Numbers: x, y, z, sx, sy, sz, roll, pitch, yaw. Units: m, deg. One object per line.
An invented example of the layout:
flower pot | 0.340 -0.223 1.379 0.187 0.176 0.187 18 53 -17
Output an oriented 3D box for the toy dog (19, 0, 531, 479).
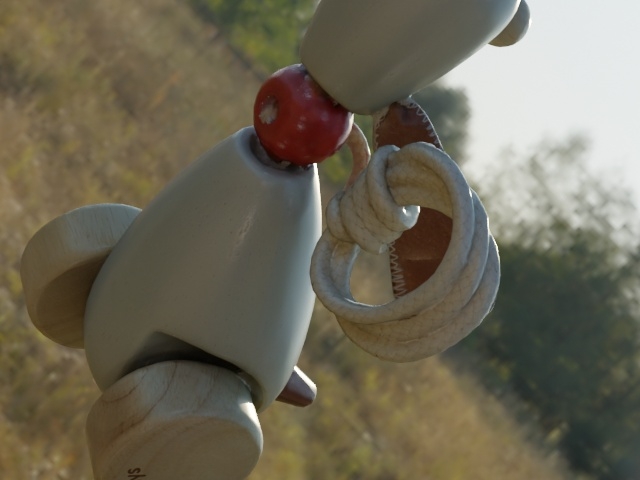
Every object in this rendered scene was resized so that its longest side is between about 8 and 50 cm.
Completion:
toy dog | 0.000 0.000 0.757 0.161 0.334 0.220 15 57 -41
